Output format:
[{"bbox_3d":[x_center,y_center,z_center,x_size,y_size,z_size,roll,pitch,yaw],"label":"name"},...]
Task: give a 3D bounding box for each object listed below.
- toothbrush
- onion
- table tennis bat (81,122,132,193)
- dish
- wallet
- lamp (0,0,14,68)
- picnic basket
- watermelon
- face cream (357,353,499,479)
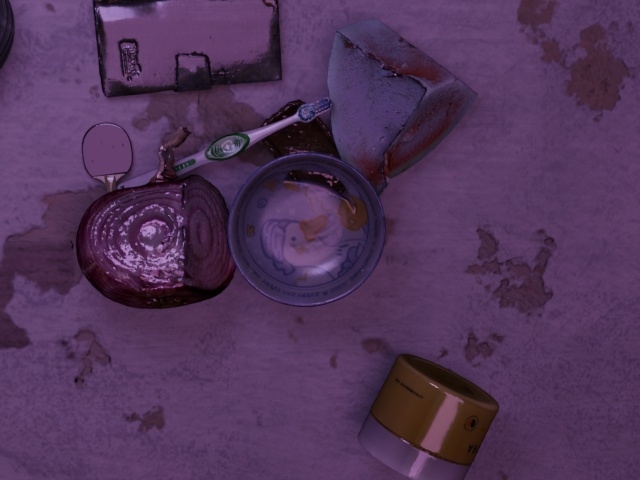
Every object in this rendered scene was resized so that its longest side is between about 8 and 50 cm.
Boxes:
[{"bbox_3d":[-0.172,-0.159,1.961,0.417,0.040,0.042,-23,92,7],"label":"toothbrush"},{"bbox_3d":[-0.287,0.009,1.906,0.230,0.273,0.256,-13,140,16],"label":"onion"},{"bbox_3d":[-0.369,-0.127,1.951,0.087,0.013,0.157,-5,97,-7],"label":"table tennis bat"},{"bbox_3d":[-0.026,-0.032,1.979,0.273,0.134,0.274,-1,105,-3],"label":"dish"},{"bbox_3d":[-0.225,-0.342,1.928,0.316,0.044,0.169,-6,107,-12],"label":"wallet"},{"bbox_3d":[-0.610,-0.321,1.745,0.265,0.233,0.233,-39,110,-7],"label":"lamp"},{"bbox_3d":[-0.022,-0.162,2.019,0.110,0.055,0.193,-37,110,5],"label":"picnic basket"},{"bbox_3d":[0.168,-0.235,1.969,0.289,0.213,0.320,-3,90,-25],"label":"watermelon"},{"bbox_3d":[0.205,0.342,2.120,0.218,0.218,0.179,24,96,-19],"label":"face cream"}]
